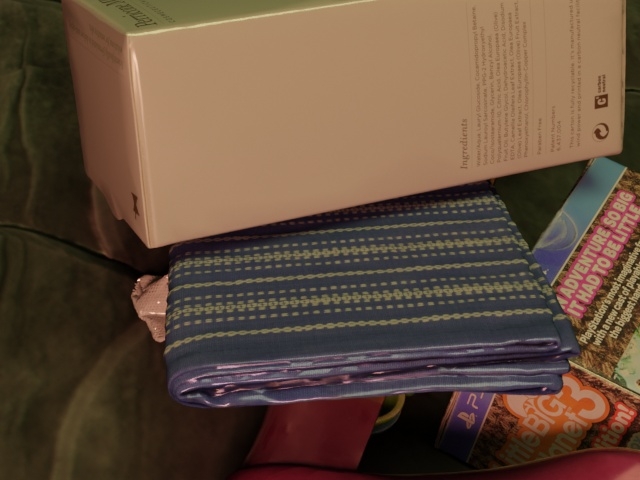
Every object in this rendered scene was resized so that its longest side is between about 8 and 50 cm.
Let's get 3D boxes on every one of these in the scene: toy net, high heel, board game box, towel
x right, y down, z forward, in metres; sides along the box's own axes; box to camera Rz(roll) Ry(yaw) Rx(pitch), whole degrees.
[{"bbox_3d":[-0.031,0.065,1.076,0.232,0.045,0.122,29,44,16],"label":"toy net"},{"bbox_3d":[0.115,0.215,0.910,0.377,0.127,0.181,13,54,10],"label":"high heel"},{"bbox_3d":[0.270,0.103,1.050,0.291,0.141,0.232,27,43,14],"label":"board game box"},{"bbox_3d":[0.020,0.019,0.974,0.243,0.040,0.336,-4,23,-3],"label":"towel"}]

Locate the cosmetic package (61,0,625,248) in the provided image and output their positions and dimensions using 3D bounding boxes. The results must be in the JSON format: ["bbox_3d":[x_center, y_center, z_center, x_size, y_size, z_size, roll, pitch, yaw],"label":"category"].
[{"bbox_3d":[0.016,-0.120,1.053,0.366,0.155,0.197,-11,22,-21],"label":"cosmetic package"}]

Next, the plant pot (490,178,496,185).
[{"bbox_3d":[0.115,-0.062,1.239,0.082,0.081,0.083,25,29,11],"label":"plant pot"}]
